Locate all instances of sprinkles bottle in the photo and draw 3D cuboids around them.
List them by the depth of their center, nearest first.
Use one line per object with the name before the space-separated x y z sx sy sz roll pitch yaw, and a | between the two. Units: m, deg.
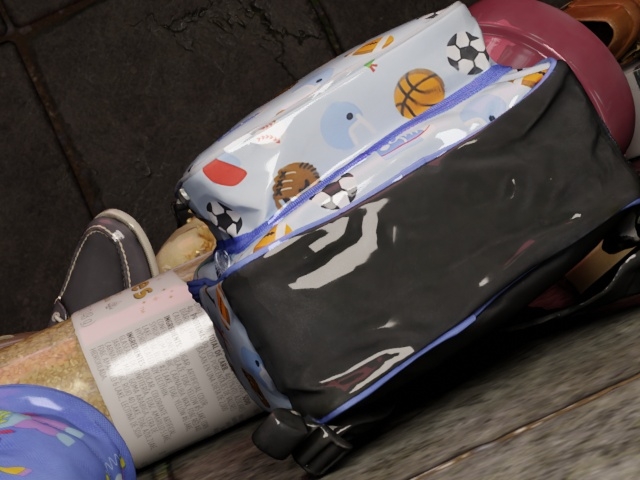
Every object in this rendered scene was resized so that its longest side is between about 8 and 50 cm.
sprinkles bottle | -0.066 0.066 1.334 0.355 0.121 0.121 -25 4 -5

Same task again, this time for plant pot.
plant pot | 0.156 -0.093 1.777 0.201 0.201 0.180 -19 21 51

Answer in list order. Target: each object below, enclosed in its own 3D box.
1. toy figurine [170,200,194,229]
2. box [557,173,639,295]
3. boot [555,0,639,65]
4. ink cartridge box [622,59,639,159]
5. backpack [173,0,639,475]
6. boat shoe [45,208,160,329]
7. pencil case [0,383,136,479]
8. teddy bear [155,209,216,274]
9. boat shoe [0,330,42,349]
toy figurine | -0.013 -0.001 1.859 0.209 0.148 0.213 -15 6 32
box | 0.232 -0.040 1.300 0.201 0.021 0.164 -41 1 2
boot | 0.330 -0.248 1.979 0.283 0.109 0.220 -26 0 34
ink cartridge box | 0.367 -0.152 1.944 0.153 0.087 0.208 -26 3 -36
backpack | 0.034 -0.001 1.148 0.276 0.213 0.263 -28 -6 -13
boat shoe | -0.165 0.078 1.401 0.075 0.206 0.065 24 28 25
pencil case | -0.168 0.144 0.860 0.133 0.119 0.306 -1 5 6
teddy bear | 0.000 0.000 1.512 0.245 0.113 0.338 -44 -19 2
boat shoe | -0.315 0.151 1.860 0.302 0.113 0.103 -10 8 26
